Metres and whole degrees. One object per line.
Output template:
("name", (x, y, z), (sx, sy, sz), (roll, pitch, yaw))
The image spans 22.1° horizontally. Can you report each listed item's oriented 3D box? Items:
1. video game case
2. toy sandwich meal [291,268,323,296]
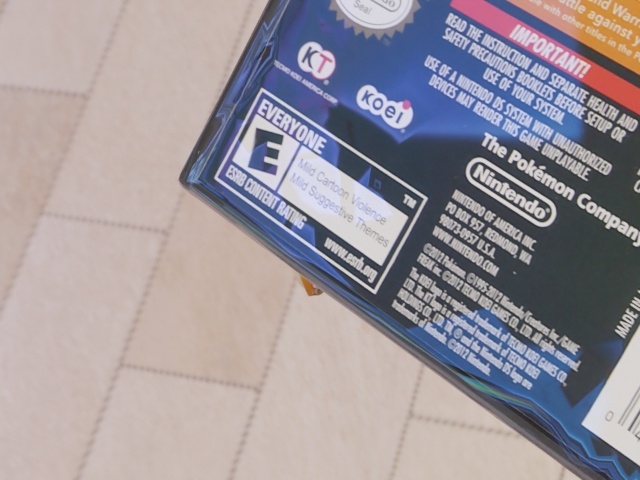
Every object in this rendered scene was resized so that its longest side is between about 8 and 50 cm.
("video game case", (0.113, -0.056, 0.448), (0.275, 0.035, 0.248), (35, 105, 30))
("toy sandwich meal", (0.000, 0.000, 1.138), (0.029, 0.085, 0.086), (-7, 60, 21))
